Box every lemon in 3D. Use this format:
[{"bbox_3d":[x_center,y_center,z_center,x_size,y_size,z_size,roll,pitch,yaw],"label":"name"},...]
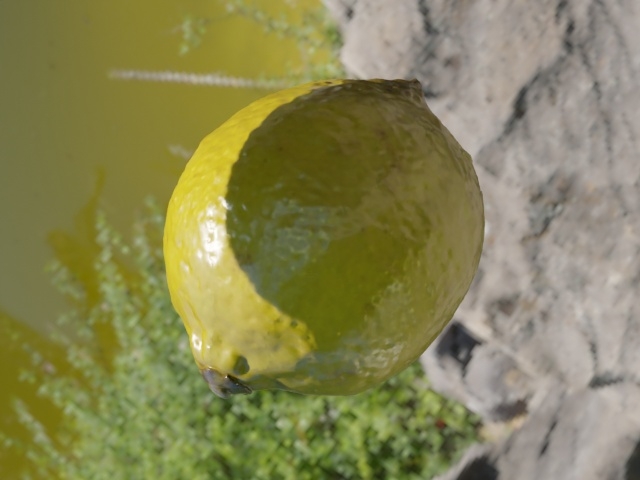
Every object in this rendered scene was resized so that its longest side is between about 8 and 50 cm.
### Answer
[{"bbox_3d":[0.000,0.000,0.575,0.109,0.133,0.109,33,164,11],"label":"lemon"}]
